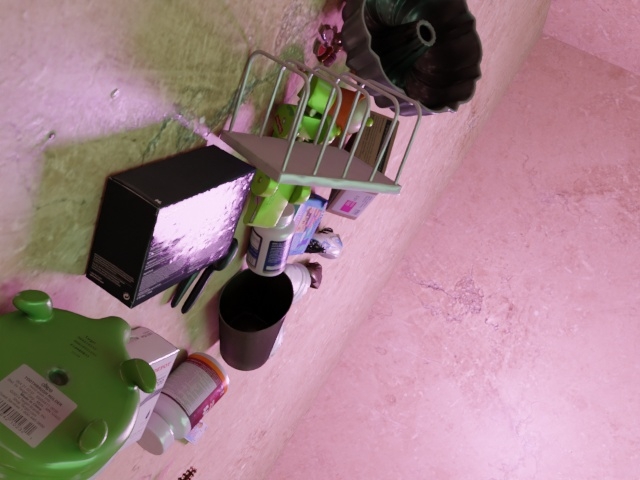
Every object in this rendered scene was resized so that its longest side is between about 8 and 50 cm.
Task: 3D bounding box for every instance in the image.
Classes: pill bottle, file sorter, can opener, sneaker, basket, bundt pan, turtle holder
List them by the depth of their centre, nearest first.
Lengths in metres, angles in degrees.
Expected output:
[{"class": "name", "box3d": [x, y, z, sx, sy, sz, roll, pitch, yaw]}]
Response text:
[{"class": "turtle holder", "box3d": [-0.379, 0.207, 0.959, 0.227, 0.243, 0.320, -51, -150, 27]}, {"class": "file sorter", "box3d": [0.010, -0.202, 1.237, 0.278, 0.193, 0.173, 3, 116, -41]}, {"class": "can opener", "box3d": [-0.232, 0.060, 1.403, 0.186, 0.059, 0.073, -50, -169, 1]}, {"class": "bundt pan", "box3d": [0.172, -0.395, 1.441, 0.124, 0.331, 0.331, -16, -152, 53]}, {"class": "pill bottle", "box3d": [-0.309, 0.355, 1.564, 0.221, 0.121, 0.121, -45, 159, -43]}, {"class": "pill bottle", "box3d": [-0.107, -0.010, 1.582, 0.094, 0.094, 0.169, -43, 158, -46]}, {"class": "basket", "box3d": [-0.165, 0.198, 1.692, 0.204, 0.154, 0.226, -50, 165, -38]}, {"class": "sneaker", "box3d": [-0.141, 0.183, 1.859, 0.129, 0.111, 0.297, 25, 89, -61]}, {"class": "sneaker", "box3d": [0.000, 0.000, 1.989, 0.237, 0.085, 0.086, 22, 71, -71]}, {"class": "sneaker", "box3d": [-0.030, 0.090, 2.096, 0.188, 0.066, 0.071, 78, 28, -75]}]

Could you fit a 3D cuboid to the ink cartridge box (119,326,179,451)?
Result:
[{"class": "ink cartridge box", "box3d": [-0.368, 0.282, 1.303, 0.217, 0.092, 0.158, -66, 164, 15]}]

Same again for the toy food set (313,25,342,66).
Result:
[{"class": "toy food set", "box3d": [0.019, -0.385, 1.437, 0.077, 0.019, 0.122, -65, 164, 17]}]

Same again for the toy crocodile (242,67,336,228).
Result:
[{"class": "toy crocodile", "box3d": [-0.066, -0.174, 1.420, 0.115, 0.105, 0.340, 5, 119, -41]}]

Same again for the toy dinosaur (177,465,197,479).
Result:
[{"class": "toy dinosaur", "box3d": [-0.444, 0.709, 1.827, 0.218, 0.164, 0.321, 123, -12, -56]}]

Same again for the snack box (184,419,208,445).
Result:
[{"class": "snack box", "box3d": [-0.342, 0.503, 1.911, 0.064, 0.022, 0.178, -54, 163, -19]}]

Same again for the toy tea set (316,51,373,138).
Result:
[{"class": "toy tea set", "box3d": [0.117, -0.367, 1.579, 0.336, 0.124, 0.200, -64, 164, 15]}]

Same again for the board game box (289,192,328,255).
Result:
[{"class": "board game box", "box3d": [-0.060, -0.041, 1.761, 0.160, 0.047, 0.210, -62, 165, 9]}]

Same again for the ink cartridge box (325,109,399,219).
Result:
[{"class": "ink cartridge box", "box3d": [0.098, -0.176, 1.733, 0.234, 0.088, 0.193, 131, -24, -71]}]

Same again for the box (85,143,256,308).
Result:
[{"class": "box", "box3d": [-0.232, -0.032, 1.141, 0.261, 0.103, 0.184, -33, 152, -58]}]
